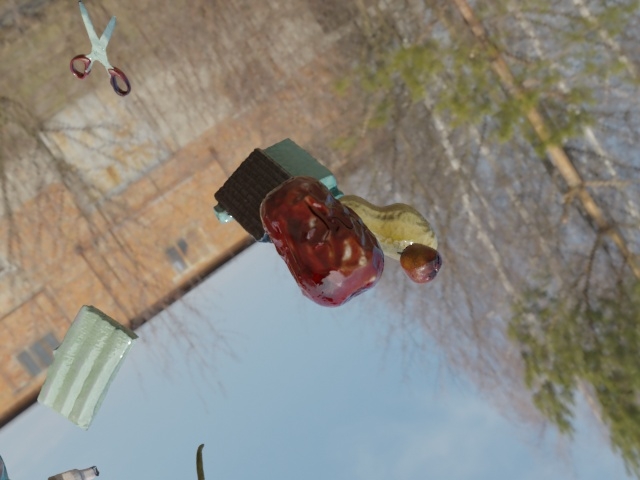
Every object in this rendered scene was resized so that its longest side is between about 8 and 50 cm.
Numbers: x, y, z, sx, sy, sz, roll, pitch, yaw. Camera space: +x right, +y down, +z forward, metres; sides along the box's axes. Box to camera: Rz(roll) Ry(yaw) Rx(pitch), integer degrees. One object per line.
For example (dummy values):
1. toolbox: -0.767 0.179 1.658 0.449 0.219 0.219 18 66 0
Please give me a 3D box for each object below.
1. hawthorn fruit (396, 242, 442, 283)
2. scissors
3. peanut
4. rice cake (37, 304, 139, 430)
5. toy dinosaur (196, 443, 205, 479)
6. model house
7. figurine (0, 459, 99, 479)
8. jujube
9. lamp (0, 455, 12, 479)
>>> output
1. hawthorn fruit: 0.179 0.040 1.710 0.077 0.077 0.077 -32 -169 7
2. scissors: -0.466 -0.404 2.011 0.247 0.144 0.017 110 3 -59
3. peanut: 0.132 -0.030 1.987 0.120 0.236 0.110 104 12 -56
4. rice cake: -0.432 0.234 1.749 0.237 0.127 0.043 -62 170 20
5. toy dinosaur: -0.224 0.505 1.678 0.072 0.251 0.200 8 -179 -26
6. model house: -0.098 -0.061 2.245 0.249 0.230 0.280 -29 -143 -15
7. figurine: -0.407 0.383 1.258 0.145 0.181 0.257 1 179 34
8. jujube: 0.000 0.000 1.571 0.155 0.230 0.155 -36 -178 1
9. lamp: -0.669 0.530 1.855 0.209 0.284 0.147 -11 172 -6
